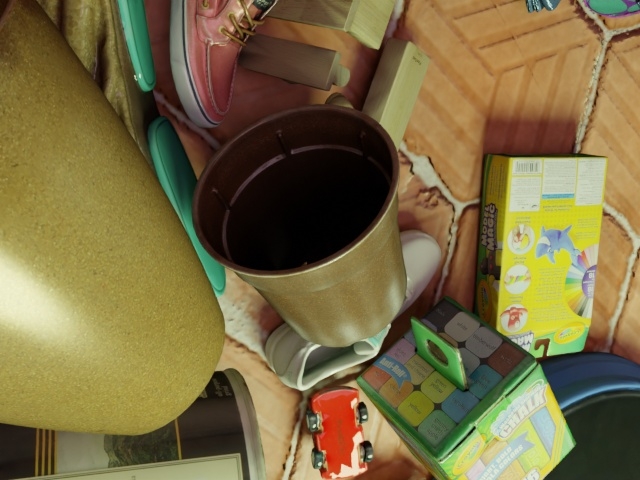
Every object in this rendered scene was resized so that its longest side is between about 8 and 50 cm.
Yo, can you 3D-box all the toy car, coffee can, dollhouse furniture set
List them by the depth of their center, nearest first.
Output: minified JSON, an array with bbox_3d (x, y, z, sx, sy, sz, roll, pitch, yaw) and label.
[{"bbox_3d":[-0.200,0.214,0.548,0.275,0.201,0.201,0,101,-20],"label":"coffee can"},{"bbox_3d":[0.006,-0.165,0.638,0.151,0.123,0.144,12,99,-57],"label":"dollhouse furniture set"},{"bbox_3d":[0.007,0.290,0.714,0.225,0.053,0.239,-40,103,-3],"label":"toy car"}]

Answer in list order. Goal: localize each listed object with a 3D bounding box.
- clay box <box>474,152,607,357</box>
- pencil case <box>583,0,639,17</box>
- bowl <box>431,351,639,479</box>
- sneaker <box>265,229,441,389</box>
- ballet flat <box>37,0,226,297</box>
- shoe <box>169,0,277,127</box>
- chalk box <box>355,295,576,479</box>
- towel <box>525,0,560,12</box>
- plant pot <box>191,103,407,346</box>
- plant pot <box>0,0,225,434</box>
[{"bbox_3d":[0.238,0.017,0.745,0.127,0.053,0.222,-2,103,-20],"label":"clay box"},{"bbox_3d":[0.333,-0.312,0.705,0.070,0.064,0.151,19,94,-47],"label":"pencil case"},{"bbox_3d":[0.314,0.332,0.826,0.391,0.077,0.391,-4,102,-20],"label":"bowl"},{"bbox_3d":[0.048,0.074,0.666,0.212,0.094,0.080,-40,110,-9],"label":"sneaker"},{"bbox_3d":[-0.178,-0.097,0.550,0.124,0.116,0.342,-13,107,4],"label":"ballet flat"},{"bbox_3d":[-0.076,-0.185,0.563,0.081,0.063,0.178,0,96,22],"label":"shoe"},{"bbox_3d":[0.137,0.158,0.665,0.132,0.132,0.213,-42,129,-8],"label":"chalk box"},{"bbox_3d":[0.211,-0.292,0.674,0.067,0.029,0.119,-51,122,-24],"label":"towel"},{"bbox_3d":[0.000,0.000,0.582,0.167,0.167,0.165,-38,144,-9],"label":"plant pot"},{"bbox_3d":[-0.182,0.015,0.426,0.237,0.237,0.254,-46,131,-6],"label":"plant pot"}]
